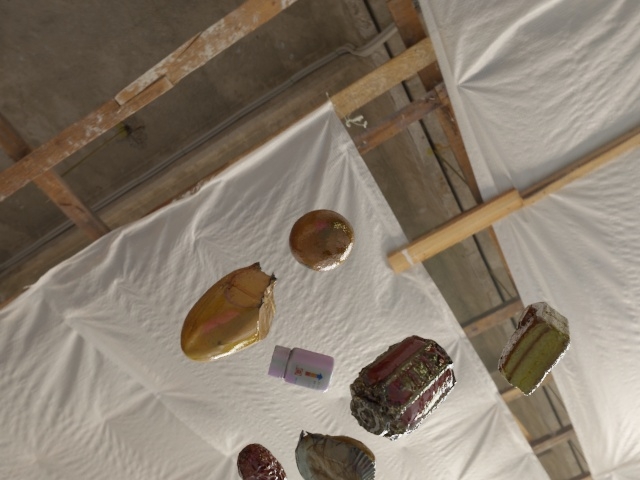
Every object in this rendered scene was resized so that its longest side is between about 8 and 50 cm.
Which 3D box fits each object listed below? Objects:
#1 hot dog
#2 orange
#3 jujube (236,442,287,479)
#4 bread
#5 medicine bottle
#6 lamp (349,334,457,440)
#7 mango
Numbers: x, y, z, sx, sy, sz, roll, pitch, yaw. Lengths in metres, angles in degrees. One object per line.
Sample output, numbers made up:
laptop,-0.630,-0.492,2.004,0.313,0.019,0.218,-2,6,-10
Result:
hot dog,0.036,0.568,1.097,0.082,0.271,0.162,-5,-94,-44
orange,0.000,0.000,1.303,0.206,0.206,0.205,-3,-62,-7
jujube,-0.173,0.684,1.282,0.109,0.112,0.176,-21,-66,35
bread,0.546,0.263,1.115,0.111,0.234,0.184,35,-72,20
medicine bottle,-0.079,0.522,1.782,0.255,0.152,0.151,14,-64,1
lamp,0.194,0.335,1.013,0.274,0.177,0.176,-23,-54,-38
mango,-0.165,0.141,0.814,0.154,0.252,0.125,5,-64,23
